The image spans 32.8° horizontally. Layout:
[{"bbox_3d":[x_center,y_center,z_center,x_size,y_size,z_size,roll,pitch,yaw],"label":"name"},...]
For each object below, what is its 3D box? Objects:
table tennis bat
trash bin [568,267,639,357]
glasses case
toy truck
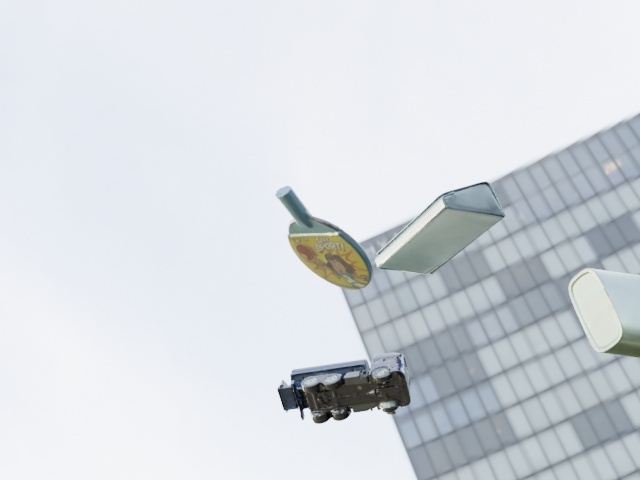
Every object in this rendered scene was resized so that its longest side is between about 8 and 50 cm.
[{"bbox_3d":[0.000,0.000,1.185,0.100,0.019,0.155,1,-43,44],"label":"table tennis bat"},{"bbox_3d":[0.399,0.096,1.414,0.130,0.116,0.059,9,-43,-35],"label":"trash bin"},{"bbox_3d":[0.182,-0.019,1.711,0.105,0.056,0.266,9,-24,-17],"label":"glasses case"},{"bbox_3d":[0.037,0.225,1.660,0.202,0.088,0.074,-10,-68,12],"label":"toy truck"}]
